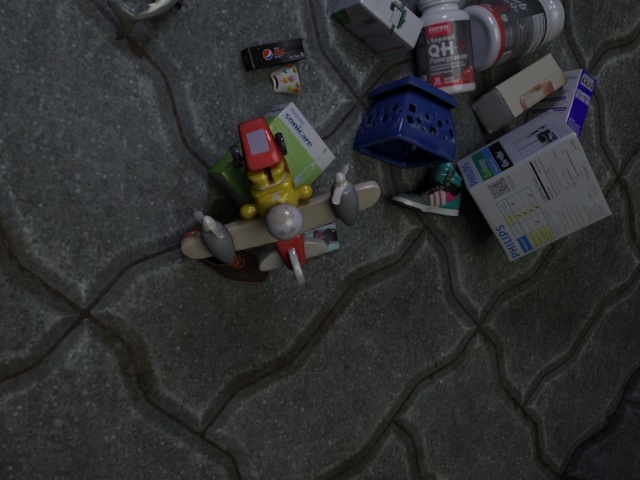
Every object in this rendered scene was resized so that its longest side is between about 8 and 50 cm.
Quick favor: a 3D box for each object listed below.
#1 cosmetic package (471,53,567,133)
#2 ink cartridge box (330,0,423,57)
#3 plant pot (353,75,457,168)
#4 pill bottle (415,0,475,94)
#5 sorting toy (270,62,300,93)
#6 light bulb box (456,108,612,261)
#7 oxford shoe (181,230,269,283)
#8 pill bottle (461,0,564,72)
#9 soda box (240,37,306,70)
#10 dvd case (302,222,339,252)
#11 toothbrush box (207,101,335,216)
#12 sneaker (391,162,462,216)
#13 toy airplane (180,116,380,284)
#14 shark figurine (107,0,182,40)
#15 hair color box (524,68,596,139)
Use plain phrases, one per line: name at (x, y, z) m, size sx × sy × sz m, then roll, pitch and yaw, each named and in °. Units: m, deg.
cosmetic package at (0.704, -0.519, 1.852) m, size 0.296 × 0.153 × 0.129 m, roll -33°, pitch 91°, yaw -20°
ink cartridge box at (0.168, -0.648, 1.537) m, size 0.220 × 0.160 × 0.092 m, roll 27°, pitch 84°, yaw -31°
plant pot at (0.268, -0.360, 1.605) m, size 0.236 × 0.236 × 0.211 m, roll 14°, pitch 84°, yaw -31°
pill bottle at (0.388, -0.620, 1.656) m, size 0.177 × 0.176 × 0.318 m, roll -16°, pitch 104°, yaw -27°
sorting toy at (-0.102, -0.455, 1.489) m, size 0.075 × 0.045 × 0.083 m, roll -15°, pitch 106°, yaw -7°
light bulb box at (0.721, -0.182, 1.795) m, size 0.361 × 0.225 × 0.358 m, roll -29°, pitch 118°, yaw 19°
oxford shoe at (-0.249, 0.060, 1.445) m, size 0.272 × 0.098 × 0.096 m, roll 25°, pitch 85°, yaw -30°
pill bottle at (0.630, -0.709, 1.762) m, size 0.363 × 0.210 × 0.210 m, roll -24°, pitch 109°, yaw -25°
soda box at (-0.129, -0.515, 1.449) m, size 0.169 × 0.053 × 0.060 m, roll -20°, pitch 107°, yaw -26°
dvd case at (0.000, 0.000, 1.628) m, size 0.120 × 0.013 × 0.087 m, roll -16°, pitch 106°, yaw -26°
toothbrush box at (-0.132, -0.210, 1.456) m, size 0.283 × 0.122 × 0.206 m, roll -49°, pitch 118°, yaw -13°
sneaker at (0.369, -0.180, 1.743) m, size 0.296 × 0.124 × 0.178 m, roll 4°, pitch 101°, yaw -38°
toy airplane at (-0.096, -0.052, 1.274) m, size 0.385 × 0.272 × 0.386 m, roll 27°, pitch 104°, yaw -19°
shark figurine at (-0.377, -0.589, 1.276) m, size 0.166 × 0.116 × 0.278 m, roll 24°, pitch 75°, yaw 3°
hair color box at (0.875, -0.451, 1.957) m, size 0.110 × 0.185 × 0.338 m, roll 16°, pitch 90°, yaw -31°
